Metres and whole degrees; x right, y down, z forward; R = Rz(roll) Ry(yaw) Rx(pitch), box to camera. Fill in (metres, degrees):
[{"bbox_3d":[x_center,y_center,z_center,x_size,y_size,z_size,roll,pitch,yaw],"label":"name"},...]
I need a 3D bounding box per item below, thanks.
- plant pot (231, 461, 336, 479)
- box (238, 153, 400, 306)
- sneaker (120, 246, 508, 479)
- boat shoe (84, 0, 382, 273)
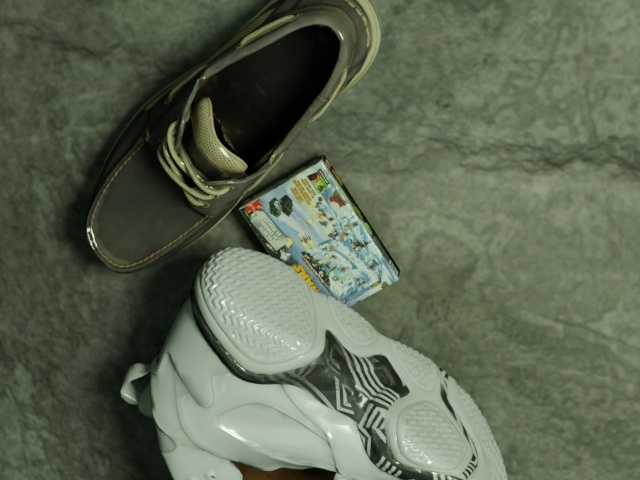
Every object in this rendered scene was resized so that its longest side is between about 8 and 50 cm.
[{"bbox_3d":[-0.044,0.364,1.428,0.215,0.215,0.230,9,122,8],"label":"plant pot"},{"bbox_3d":[0.000,0.000,1.389,0.094,0.027,0.137,-29,103,16],"label":"box"},{"bbox_3d":[-0.009,0.177,1.395,0.366,0.137,0.210,37,122,-13],"label":"sneaker"},{"bbox_3d":[-0.097,-0.100,1.330,0.132,0.130,0.355,43,108,-3],"label":"boat shoe"}]
